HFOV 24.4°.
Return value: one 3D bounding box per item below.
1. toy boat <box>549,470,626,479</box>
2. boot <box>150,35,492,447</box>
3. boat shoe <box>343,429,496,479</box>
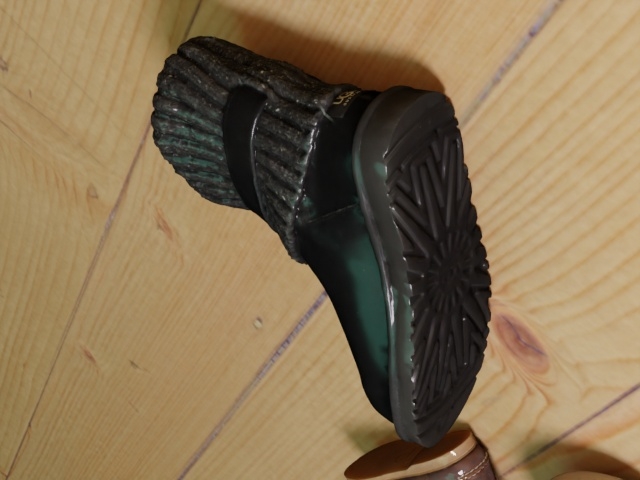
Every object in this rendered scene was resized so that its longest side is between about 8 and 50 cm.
[{"bbox_3d":[0.251,0.317,1.293,0.151,0.151,0.231,-11,117,56],"label":"toy boat"},{"bbox_3d":[0.002,-0.003,1.263,0.260,0.131,0.348,14,126,36],"label":"boot"},{"bbox_3d":[0.099,0.241,1.487,0.073,0.073,0.207,56,150,-9],"label":"boat shoe"}]
